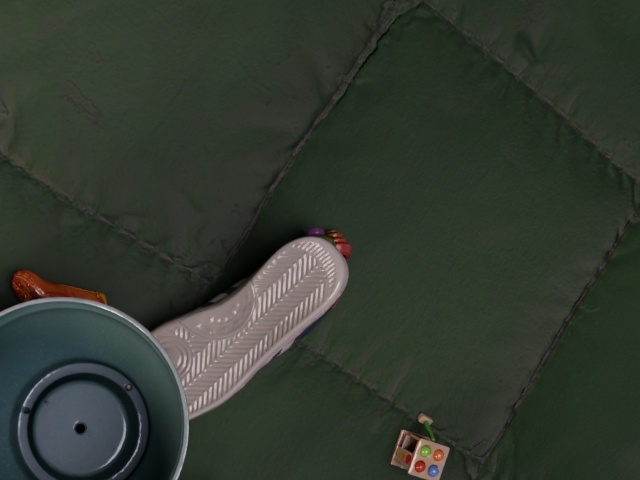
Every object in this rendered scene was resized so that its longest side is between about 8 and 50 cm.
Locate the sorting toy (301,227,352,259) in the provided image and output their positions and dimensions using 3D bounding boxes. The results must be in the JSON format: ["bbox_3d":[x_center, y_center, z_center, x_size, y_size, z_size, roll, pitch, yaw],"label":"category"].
[{"bbox_3d":[0.000,0.000,1.851,0.102,0.061,0.042,29,48,-58],"label":"sorting toy"}]

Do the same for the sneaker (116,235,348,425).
[{"bbox_3d":[-0.106,0.124,1.790,0.350,0.148,0.131,-33,84,5],"label":"sneaker"}]

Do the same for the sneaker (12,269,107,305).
[{"bbox_3d":[-0.310,0.083,1.727,0.175,0.064,0.067,39,60,-28],"label":"sneaker"}]

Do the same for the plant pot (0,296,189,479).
[{"bbox_3d":[-0.295,0.221,1.639,0.293,0.196,0.293,0,82,-1],"label":"plant pot"}]

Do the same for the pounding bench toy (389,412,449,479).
[{"bbox_3d":[0.146,0.289,1.948,0.052,0.065,0.083,21,87,-25],"label":"pounding bench toy"}]
